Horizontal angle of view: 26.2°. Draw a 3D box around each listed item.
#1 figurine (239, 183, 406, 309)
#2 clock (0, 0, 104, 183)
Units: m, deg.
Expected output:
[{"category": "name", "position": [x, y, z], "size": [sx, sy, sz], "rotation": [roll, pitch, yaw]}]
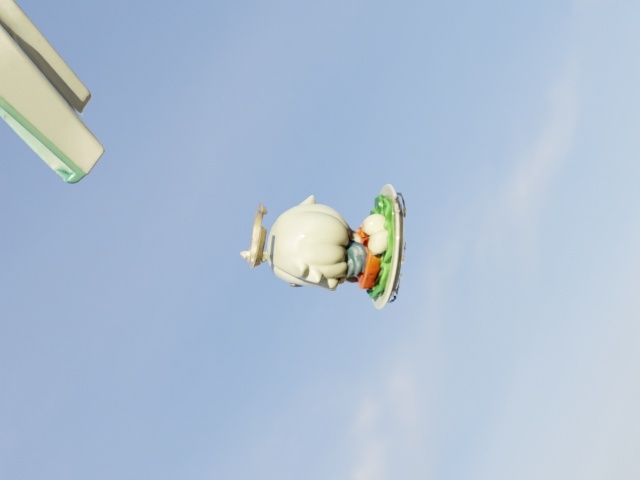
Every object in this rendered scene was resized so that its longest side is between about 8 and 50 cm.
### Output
[{"category": "figurine", "position": [0.000, 0.000, 1.377], "size": [0.132, 0.154, 0.132], "rotation": [-176, 90, -80]}, {"category": "clock", "position": [-0.371, -0.211, 1.603], "size": [0.116, 0.262, 0.231], "rotation": [-46, -48, -3]}]
